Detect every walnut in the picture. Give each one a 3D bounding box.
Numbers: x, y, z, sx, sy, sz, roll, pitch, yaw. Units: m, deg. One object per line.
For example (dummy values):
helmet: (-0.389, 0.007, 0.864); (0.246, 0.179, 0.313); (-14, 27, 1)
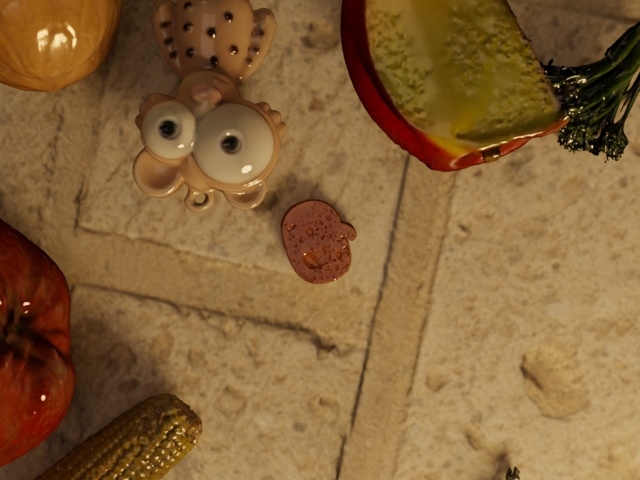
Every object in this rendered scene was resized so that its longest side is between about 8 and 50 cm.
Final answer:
walnut: (-0.284, -0.256, 0.715); (0.193, 0.193, 0.226); (-19, 89, 7)

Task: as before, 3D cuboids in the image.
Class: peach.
peach: (0.094, -0.188, 0.693); (0.154, 0.159, 0.267); (-28, 92, -4)

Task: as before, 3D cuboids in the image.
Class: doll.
doll: (-0.115, -0.166, 0.740); (0.154, 0.119, 0.278); (-5, 91, -6)

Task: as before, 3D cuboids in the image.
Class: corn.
corn: (-0.263, 0.274, 0.789); (0.320, 0.097, 0.097); (-38, 89, 5)

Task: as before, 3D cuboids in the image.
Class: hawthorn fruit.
hawthorn fruit: (-0.392, 0.095, 0.710); (0.299, 0.275, 0.275); (5, 93, -3)

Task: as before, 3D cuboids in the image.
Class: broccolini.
broccolini: (0.273, -0.218, 0.723); (0.123, 0.062, 0.272); (12, 100, -10)

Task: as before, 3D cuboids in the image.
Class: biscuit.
biscuit: (0.000, 0.000, 0.786); (0.078, 0.015, 0.091); (-15, 92, 5)

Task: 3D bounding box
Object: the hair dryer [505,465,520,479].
hair dryer: (0.179, 0.332, 0.774); (0.100, 0.057, 0.198); (12, 86, 5)
